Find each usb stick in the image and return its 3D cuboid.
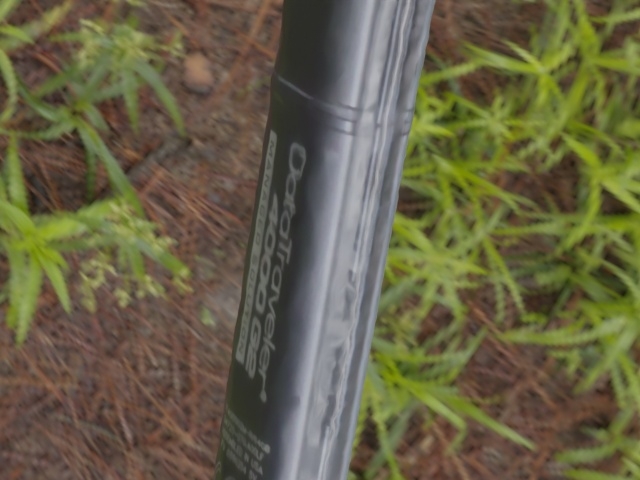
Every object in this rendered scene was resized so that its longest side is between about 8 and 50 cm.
[{"bbox_3d":[0.000,0.000,0.689,0.045,0.077,0.278,-1,111,-29],"label":"usb stick"}]
